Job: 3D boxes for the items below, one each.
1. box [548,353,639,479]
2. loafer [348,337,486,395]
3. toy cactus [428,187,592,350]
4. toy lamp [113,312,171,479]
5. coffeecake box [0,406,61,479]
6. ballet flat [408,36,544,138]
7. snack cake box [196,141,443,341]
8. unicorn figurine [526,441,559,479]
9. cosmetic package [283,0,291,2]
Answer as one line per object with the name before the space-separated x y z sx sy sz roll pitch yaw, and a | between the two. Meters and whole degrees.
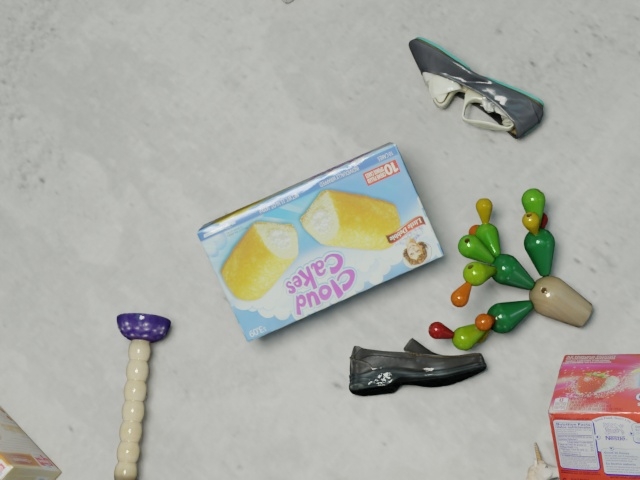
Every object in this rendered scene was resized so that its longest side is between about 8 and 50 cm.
box | 0.388 0.203 1.124 0.256 0.123 0.128 -4 115 24
loafer | 0.116 0.148 1.273 0.170 0.062 0.061 -7 69 6
toy cactus | 0.239 0.053 1.268 0.180 0.112 0.219 29 73 -4
toy lamp | -0.237 0.232 1.303 0.080 0.080 0.275 2 72 10
coffeecake box | -0.430 0.245 1.295 0.185 0.142 0.068 41 85 17
ballet flat | 0.189 -0.192 1.349 0.203 0.074 0.074 31 82 14
snack cake box | 0.000 0.000 1.289 0.264 0.089 0.152 -24 96 2
unicorn figurine | 0.285 0.321 1.194 0.111 0.060 0.162 8 80 18
cosmetic package | -0.123 -0.542 1.423 0.156 0.217 0.385 -40 71 -3
